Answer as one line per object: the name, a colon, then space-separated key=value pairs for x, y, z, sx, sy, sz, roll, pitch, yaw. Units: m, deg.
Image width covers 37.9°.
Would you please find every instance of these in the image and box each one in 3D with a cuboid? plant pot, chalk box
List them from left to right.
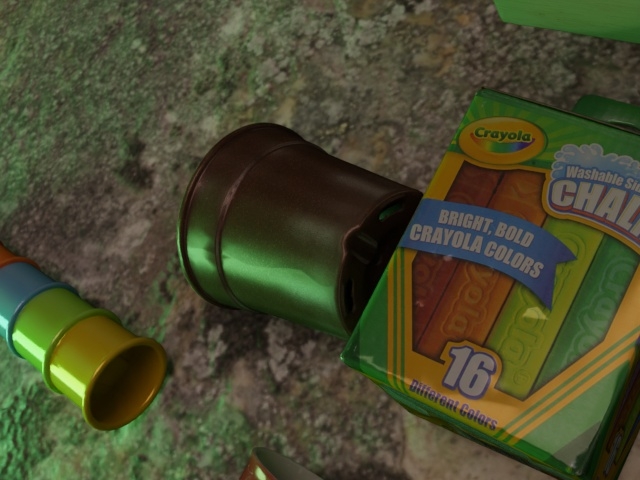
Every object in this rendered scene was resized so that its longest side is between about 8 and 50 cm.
plant pot: x=0.000 y=0.000 z=0.752 sx=0.165 sy=0.167 sz=0.167 roll=19 pitch=78 yaw=41
chalk box: x=0.177 y=0.015 z=0.684 sx=0.180 sy=0.179 sz=0.288 roll=21 pitch=79 yaw=27

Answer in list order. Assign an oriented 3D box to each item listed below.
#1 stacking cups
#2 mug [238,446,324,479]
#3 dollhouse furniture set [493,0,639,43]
stacking cups: x=-0.292 y=0.071 z=0.912 sx=0.316 sy=0.096 sz=0.096 roll=26 pitch=81 yaw=30
mug: x=-0.043 y=0.268 z=0.709 sx=0.169 sy=0.113 sz=0.150 roll=-56 pitch=34 yaw=-1
dollhouse furniture set: x=0.298 y=-0.290 z=0.631 sx=0.257 sy=0.394 sz=0.362 roll=16 pitch=77 yaw=27
